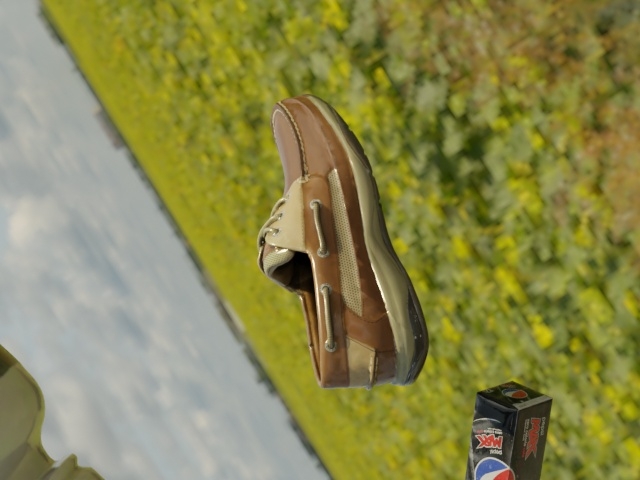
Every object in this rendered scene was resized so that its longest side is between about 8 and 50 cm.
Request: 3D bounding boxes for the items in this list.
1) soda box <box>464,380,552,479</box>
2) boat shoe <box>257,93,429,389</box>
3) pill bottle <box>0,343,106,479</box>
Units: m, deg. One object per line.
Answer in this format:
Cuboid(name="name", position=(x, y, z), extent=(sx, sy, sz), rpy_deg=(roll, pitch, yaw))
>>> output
Cuboid(name="soda box", position=(0.179, 0.228, 1.549), extent=(0.053, 0.060, 0.169), rpy_deg=(21, 113, 41))
Cuboid(name="boat shoe", position=(0.000, 0.000, 1.527), extent=(0.122, 0.120, 0.324), rpy_deg=(98, 155, -56))
Cuboid(name="pill bottle", position=(-0.280, 0.094, 0.840), extent=(0.361, 0.204, 0.204), rpy_deg=(44, 176, -3))
